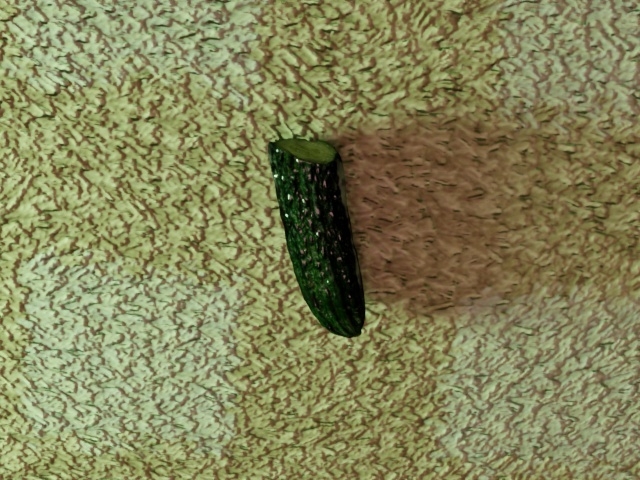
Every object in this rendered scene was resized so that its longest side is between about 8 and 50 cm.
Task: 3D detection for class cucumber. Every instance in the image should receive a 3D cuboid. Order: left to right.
[{"bbox_3d":[-0.001,0.000,1.658,0.077,0.077,0.265,-5,122,6],"label":"cucumber"}]
